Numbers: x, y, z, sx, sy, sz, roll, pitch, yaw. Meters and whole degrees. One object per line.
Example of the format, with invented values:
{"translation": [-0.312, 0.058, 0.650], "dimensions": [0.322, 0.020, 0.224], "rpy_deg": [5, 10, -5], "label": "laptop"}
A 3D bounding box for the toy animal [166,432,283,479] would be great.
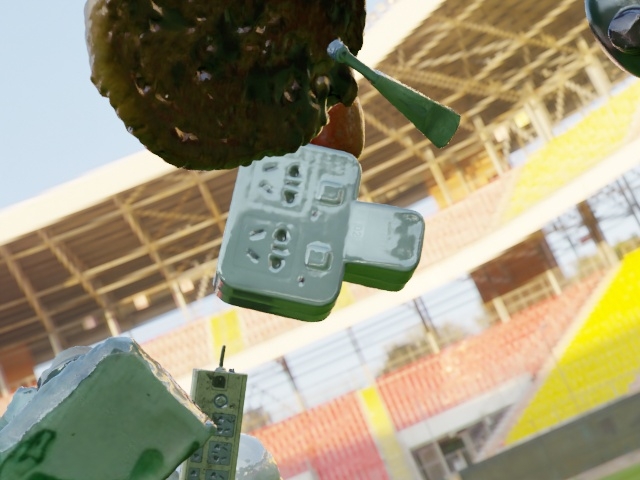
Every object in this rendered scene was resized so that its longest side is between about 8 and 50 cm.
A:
{"translation": [-0.201, 0.472, 2.262], "dimensions": [0.174, 0.249, 0.289], "rpy_deg": [25, -59, -35], "label": "toy animal"}

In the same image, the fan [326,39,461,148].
{"translation": [0.067, -0.131, 1.009], "dimensions": [0.193, 0.016, 0.038], "rpy_deg": [28, -82, -49], "label": "fan"}

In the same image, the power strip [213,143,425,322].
{"translation": [0.000, 0.000, 1.558], "dimensions": [0.261, 0.229, 0.141], "rpy_deg": [12, -22, -4], "label": "power strip"}

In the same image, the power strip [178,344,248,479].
{"translation": [-0.176, 0.304, 1.877], "dimensions": [0.092, 0.267, 0.034], "rpy_deg": [8, -4, -8], "label": "power strip"}

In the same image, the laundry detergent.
{"translation": [0.295, -0.207, 1.072], "dimensions": [0.078, 0.144, 0.222], "rpy_deg": [-37, -8, 26], "label": "laundry detergent"}

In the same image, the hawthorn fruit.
{"translation": [0.006, -0.159, 1.859], "dimensions": [0.163, 0.203, 0.162], "rpy_deg": [-12, -5, -1], "label": "hawthorn fruit"}

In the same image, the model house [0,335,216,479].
{"translation": [-0.337, 0.220, 1.510], "dimensions": [0.267, 0.194, 0.325], "rpy_deg": [-42, 27, -7], "label": "model house"}

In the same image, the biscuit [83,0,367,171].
{"translation": [-0.088, -0.215, 1.106], "dimensions": [0.334, 0.289, 0.081], "rpy_deg": [-8, 12, -44], "label": "biscuit"}
